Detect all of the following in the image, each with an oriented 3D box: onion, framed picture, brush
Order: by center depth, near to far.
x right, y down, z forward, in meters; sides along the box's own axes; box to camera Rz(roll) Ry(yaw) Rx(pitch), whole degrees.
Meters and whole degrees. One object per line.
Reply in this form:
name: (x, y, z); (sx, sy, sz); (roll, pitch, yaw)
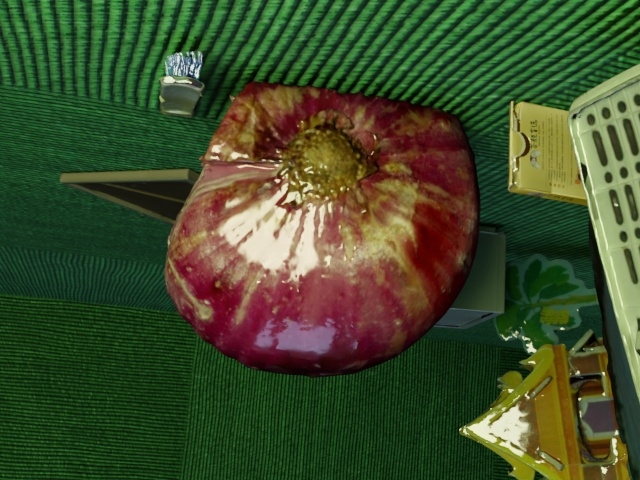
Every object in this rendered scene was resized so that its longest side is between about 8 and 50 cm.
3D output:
brush: (-0.111, -0.119, 0.722); (0.033, 0.030, 0.178); (-1, -179, -10)
onion: (0.004, 0.001, 0.780); (0.256, 0.230, 0.272); (1, 162, 20)
framed picture: (-0.177, -0.049, 1.161); (0.184, 0.016, 0.250); (0, 168, 25)

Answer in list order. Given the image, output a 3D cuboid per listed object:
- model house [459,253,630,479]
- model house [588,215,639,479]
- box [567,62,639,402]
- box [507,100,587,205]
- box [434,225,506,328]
model house: (0.338, 0.181, 1.245); (0.313, 0.357, 0.242); (-7, 169, 8)
model house: (0.484, 0.115, 0.952); (0.339, 0.360, 0.297); (-10, 177, 11)
box: (0.279, 0.008, 0.517); (0.166, 0.290, 0.220); (-13, 177, -23)
box: (0.214, -0.064, 0.737); (0.149, 0.073, 0.020); (9, 167, -18)
box: (0.118, 0.046, 1.264); (0.225, 0.117, 0.225); (5, 169, -3)
